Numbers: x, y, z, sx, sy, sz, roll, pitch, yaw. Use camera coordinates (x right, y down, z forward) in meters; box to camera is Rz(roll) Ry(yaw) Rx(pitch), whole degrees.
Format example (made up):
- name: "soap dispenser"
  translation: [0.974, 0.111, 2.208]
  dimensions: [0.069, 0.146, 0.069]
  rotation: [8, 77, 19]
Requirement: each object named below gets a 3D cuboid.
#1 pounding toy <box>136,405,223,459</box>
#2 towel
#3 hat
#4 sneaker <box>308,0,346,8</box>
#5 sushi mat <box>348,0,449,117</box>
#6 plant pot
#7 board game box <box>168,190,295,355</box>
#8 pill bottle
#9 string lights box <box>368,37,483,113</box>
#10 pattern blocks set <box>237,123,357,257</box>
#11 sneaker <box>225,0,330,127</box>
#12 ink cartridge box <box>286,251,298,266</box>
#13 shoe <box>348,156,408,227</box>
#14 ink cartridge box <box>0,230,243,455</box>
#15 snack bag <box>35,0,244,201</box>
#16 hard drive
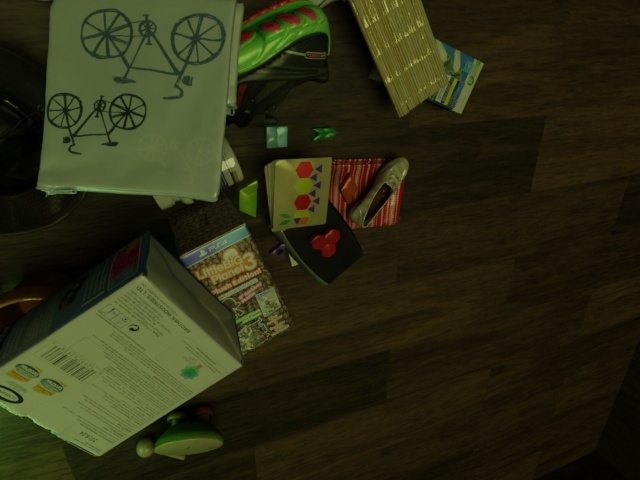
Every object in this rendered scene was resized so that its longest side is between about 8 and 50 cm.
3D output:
- name: "pounding toy"
  translation: [-0.388, 0.540, 1.204]
  dimensions: [0.236, 0.110, 0.183]
  rotation: [-30, 140, 26]
- name: "towel"
  translation: [0.106, -0.122, 1.142]
  dimensions: [0.274, 0.031, 0.199]
  rotation: [-6, 117, -22]
- name: "hat"
  translation: [-0.568, -0.171, 0.749]
  dimensions: [0.331, 0.134, 0.331]
  rotation: [-3, 98, -21]
- name: "sneaker"
  translation: [0.082, -0.545, 0.890]
  dimensions: [0.258, 0.094, 0.091]
  rotation: [-38, 119, -5]
- name: "sushi mat"
  translation: [0.179, -0.440, 0.931]
  dimensions: [0.151, 0.019, 0.316]
  rotation: [-38, 126, -3]
- name: "plant pot"
  translation: [-0.570, 0.160, 0.871]
  dimensions: [0.205, 0.188, 0.205]
  rotation: [-10, 117, -20]
- name: "board game box"
  translation: [-0.204, 0.068, 0.969]
  dimensions: [0.141, 0.232, 0.291]
  rotation: [-28, 123, -11]
- name: "pill bottle"
  translation: [-0.272, -0.142, 0.909]
  dimensions: [0.186, 0.112, 0.112]
  rotation: [-27, 122, -11]
- name: "string lights box"
  translation: [0.260, -0.420, 1.041]
  dimensions: [0.259, 0.077, 0.133]
  rotation: [10, 111, -28]
- name: "pattern blocks set"
  translation: [-0.049, -0.105, 0.969]
  dimensions: [0.285, 0.026, 0.325]
  rotation: [0, 118, -26]
- name: "sneaker"
  translation: [-0.187, -0.285, 0.835]
  dimensions: [0.482, 0.185, 0.202]
  rotation: [-25, 137, 0]
- name: "ink cartridge box"
  translation: [-0.067, 0.022, 1.130]
  dimensions: [0.048, 0.028, 0.083]
  rotation: [-19, 119, -17]
- name: "shoe"
  translation: [0.163, -0.124, 1.113]
  dimensions: [0.076, 0.058, 0.219]
  rotation: [35, 97, -36]
- name: "ink cartridge box"
  translation: [-0.383, 0.209, 0.760]
  dimensions: [0.395, 0.151, 0.270]
  rotation: [-34, 123, 2]
- name: "snack bag"
  translation: [-0.294, -0.233, 0.694]
  dimensions: [0.323, 0.037, 0.343]
  rotation: [3, 88, 4]
- name: "hard drive"
  translation: [0.000, 0.000, 1.100]
  dimensions: [0.172, 0.054, 0.255]
  rotation: [-40, 126, -2]
